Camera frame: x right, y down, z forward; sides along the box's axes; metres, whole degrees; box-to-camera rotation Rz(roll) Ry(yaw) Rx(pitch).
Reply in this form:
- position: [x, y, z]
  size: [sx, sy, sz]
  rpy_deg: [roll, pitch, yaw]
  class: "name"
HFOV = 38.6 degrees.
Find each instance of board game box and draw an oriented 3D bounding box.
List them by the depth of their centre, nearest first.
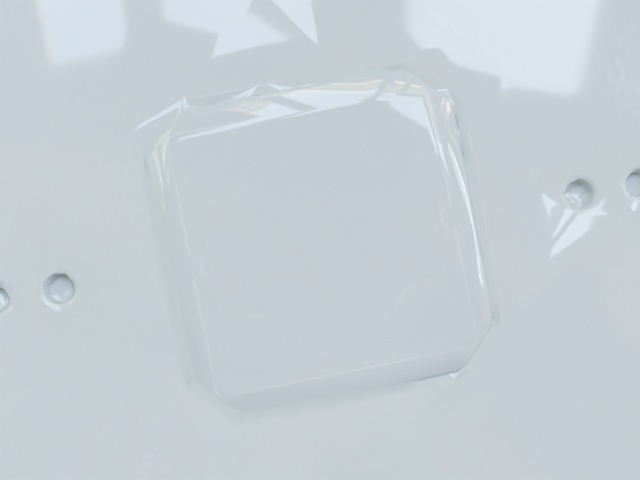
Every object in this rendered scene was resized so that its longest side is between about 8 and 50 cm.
- position: [0.000, 0.000, 0.349]
  size: [0.390, 0.050, 0.390]
  rpy_deg: [35, 89, -3]
  class: "board game box"
